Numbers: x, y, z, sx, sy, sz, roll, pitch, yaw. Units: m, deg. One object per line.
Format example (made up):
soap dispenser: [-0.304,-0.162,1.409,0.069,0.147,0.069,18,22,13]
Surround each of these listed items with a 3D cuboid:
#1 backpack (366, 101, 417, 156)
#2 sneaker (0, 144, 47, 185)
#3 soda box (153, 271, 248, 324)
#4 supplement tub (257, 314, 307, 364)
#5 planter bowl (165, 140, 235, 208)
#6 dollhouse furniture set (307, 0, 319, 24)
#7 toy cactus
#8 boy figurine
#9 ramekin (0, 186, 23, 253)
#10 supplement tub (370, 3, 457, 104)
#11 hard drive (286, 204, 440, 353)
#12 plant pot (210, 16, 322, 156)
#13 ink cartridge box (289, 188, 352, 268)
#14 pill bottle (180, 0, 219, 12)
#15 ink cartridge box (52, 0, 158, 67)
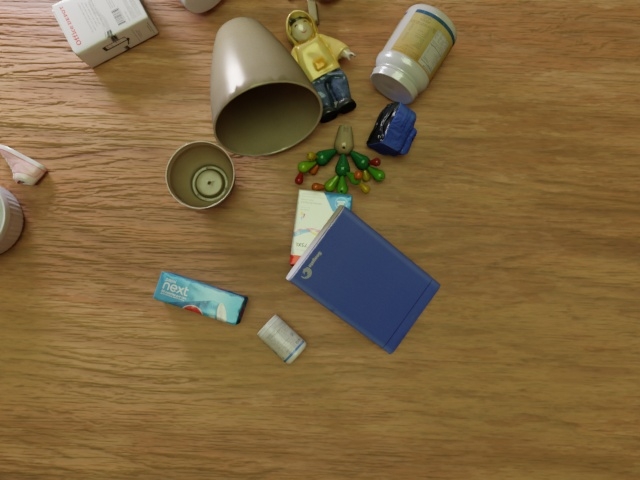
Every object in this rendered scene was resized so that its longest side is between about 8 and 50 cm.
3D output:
backpack: [0.184,-0.274,1.236,0.101,0.098,0.120,24,85,-26]
sneaker: [-0.766,-0.186,1.255,0.134,0.051,0.070,28,80,-1]
soda box: [-0.289,0.140,1.213,0.210,0.067,0.071,18,85,3]
supplement tub: [-0.092,0.238,1.200,0.107,0.071,0.071,42,86,5]
planter bowl: [-0.281,-0.148,1.218,0.162,0.109,0.162,0,84,1]
dollhouse furniture set: [-0.055,-0.609,1.281,0.081,0.091,0.114,-7,87,15]
toy cactus: [0.051,-0.203,1.234,0.219,0.112,0.180,2,75,9]
boy figurine: [-0.002,-0.448,1.253,0.177,0.092,0.285,-22,87,8]
ramekin: [-0.836,-0.052,1.215,0.207,0.109,0.207,0,85,1]
supplement tub: [0.226,-0.453,1.225,0.144,0.144,0.199,32,86,3]
hard drive: [0.107,0.096,1.171,0.319,0.040,0.210,38,86,-17]
plant pot: [-0.158,-0.388,1.189,0.257,0.256,0.274,-19,68,-1]
ink cartridge box: [0.000,0.000,1.218,0.134,0.078,0.230,6,85,1]
pill bottle: [-0.373,-0.735,1.241,0.176,0.176,0.318,-37,85,-3]
ink cartridge box: [-0.546,-0.561,1.271,0.203,0.086,0.148,-28,85,-1]
